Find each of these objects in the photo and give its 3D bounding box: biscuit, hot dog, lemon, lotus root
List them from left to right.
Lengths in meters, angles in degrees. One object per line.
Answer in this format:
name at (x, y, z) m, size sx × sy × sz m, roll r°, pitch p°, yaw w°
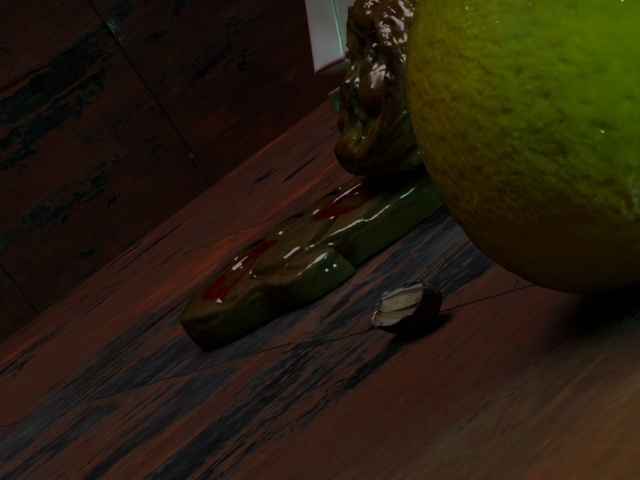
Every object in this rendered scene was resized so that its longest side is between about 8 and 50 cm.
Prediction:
biscuit at (-0.001, -0.001, 1.852) m, size 0.367 × 0.063 × 0.314 m, roll -32°, pitch 7°, yaw 14°
hot dog at (0.077, -0.162, 1.776) m, size 0.122 × 0.196 × 0.272 m, roll 5°, pitch 5°, yaw -15°
lotus root at (0.070, 0.055, 1.328) m, size 0.083 × 0.030 × 0.037 m, roll -24°, pitch 44°, yaw 67°
lemon at (0.172, -0.079, 1.061) m, size 0.240 × 0.219 × 0.240 m, roll -8°, pitch 20°, yaw 3°

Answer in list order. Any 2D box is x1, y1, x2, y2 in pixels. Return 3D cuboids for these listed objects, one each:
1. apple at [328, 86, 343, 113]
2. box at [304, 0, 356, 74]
apple at (0.146, -0.195, 2.221) m, size 0.193 × 0.120 × 0.265 m, roll -17°, pitch -1°, yaw -28°
box at (0.171, -0.403, 2.294) m, size 0.314 × 0.312 × 0.300 m, roll -4°, pitch -8°, yaw -32°
